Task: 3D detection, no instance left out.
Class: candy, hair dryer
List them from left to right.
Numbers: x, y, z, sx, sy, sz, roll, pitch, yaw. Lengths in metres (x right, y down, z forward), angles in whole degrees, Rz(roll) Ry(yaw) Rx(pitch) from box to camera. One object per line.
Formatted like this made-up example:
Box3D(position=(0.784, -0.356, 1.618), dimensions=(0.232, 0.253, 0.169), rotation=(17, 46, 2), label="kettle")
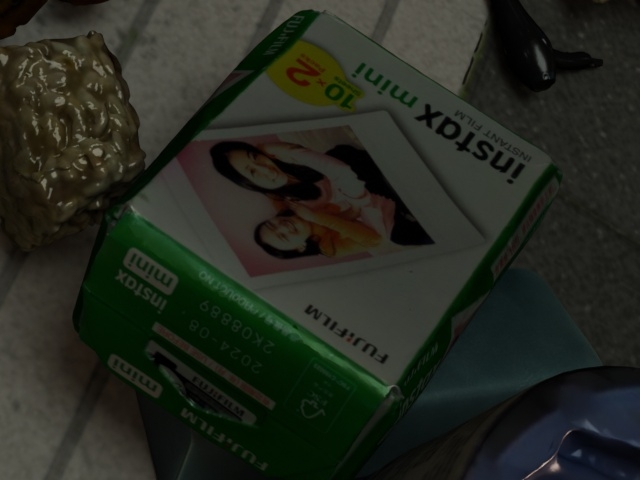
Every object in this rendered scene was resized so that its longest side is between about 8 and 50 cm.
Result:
Box3D(position=(-0.141, -0.054, 0.984), dimensions=(0.085, 0.095, 0.110), rotation=(-15, 80, -38), label="candy")
Box3D(position=(0.147, -0.128, 1.233), dimensions=(0.083, 0.031, 0.079), rotation=(6, 55, -43), label="hair dryer")

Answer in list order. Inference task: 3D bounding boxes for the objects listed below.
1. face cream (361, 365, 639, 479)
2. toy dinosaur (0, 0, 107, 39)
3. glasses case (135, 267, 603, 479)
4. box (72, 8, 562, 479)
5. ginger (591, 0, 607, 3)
Box3D(position=(0.108, 0.206, 0.923), dimensions=(0.249, 0.225, 0.249), rotation=(12, 63, -23), label="face cream")
Box3D(position=(-0.142, -0.203, 0.990), dimensions=(0.432, 0.208, 0.097), rotation=(-4, 34, 8), label="toy dinosaur")
Box3D(position=(0.030, 0.072, 1.046), dimensions=(0.266, 0.056, 0.105), rotation=(-6, 71, -32), label="glasses case")
Box3D(position=(0.000, 0.000, 0.993), dimensions=(0.180, 0.103, 0.250), rotation=(34, 43, 4), label="box")
Box3D(position=(0.217, -0.247, 1.293), dimensions=(0.122, 0.115, 0.193), rotation=(13, 51, -49), label="ginger")
